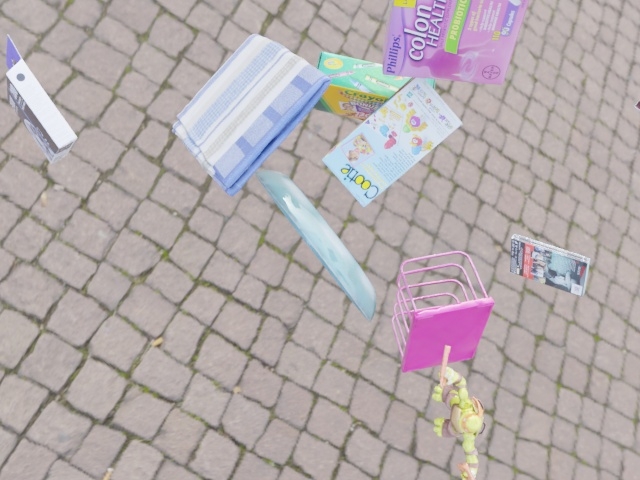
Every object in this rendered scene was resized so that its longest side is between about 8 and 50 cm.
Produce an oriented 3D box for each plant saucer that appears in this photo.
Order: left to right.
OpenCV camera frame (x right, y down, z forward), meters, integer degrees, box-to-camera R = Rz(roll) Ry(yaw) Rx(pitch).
[{"bbox_3d":[0.000,0.000,1.176,0.044,0.317,0.317,-38,91,-1],"label":"plant saucer"}]

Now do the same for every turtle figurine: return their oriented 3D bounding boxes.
[{"bbox_3d":[0.270,0.328,1.352,0.087,0.217,0.269,-13,85,-4],"label":"turtle figurine"}]

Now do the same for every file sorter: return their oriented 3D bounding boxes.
[{"bbox_3d":[0.301,0.184,1.840,0.202,0.290,0.182,-10,54,-8],"label":"file sorter"}]

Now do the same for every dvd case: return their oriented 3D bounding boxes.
[{"bbox_3d":[0.355,0.039,1.093,0.120,0.087,0.013,21,57,29],"label":"dvd case"}]

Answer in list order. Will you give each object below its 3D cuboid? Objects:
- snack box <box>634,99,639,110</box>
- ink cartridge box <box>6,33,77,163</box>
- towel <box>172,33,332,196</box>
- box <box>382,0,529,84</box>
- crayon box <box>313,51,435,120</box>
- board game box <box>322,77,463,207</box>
[{"bbox_3d":[0.326,-0.174,0.555,0.064,0.178,0.022,-22,61,-45],"label":"snack box"},{"bbox_3d":[-0.532,-0.250,1.288,0.045,0.206,0.208,-35,102,-21],"label":"ink cartridge box"},{"bbox_3d":[-0.109,-0.191,1.009,0.209,0.285,0.034,-48,126,3],"label":"towel"},{"bbox_3d":[0.250,-0.424,1.334,0.243,0.213,0.117,6,52,1],"label":"box"},{"bbox_3d":[0.120,-0.356,1.695,0.279,0.165,0.081,12,78,-3],"label":"crayon box"},{"bbox_3d":[0.156,-0.224,1.551,0.275,0.142,0.144,-40,97,12],"label":"board game box"}]
